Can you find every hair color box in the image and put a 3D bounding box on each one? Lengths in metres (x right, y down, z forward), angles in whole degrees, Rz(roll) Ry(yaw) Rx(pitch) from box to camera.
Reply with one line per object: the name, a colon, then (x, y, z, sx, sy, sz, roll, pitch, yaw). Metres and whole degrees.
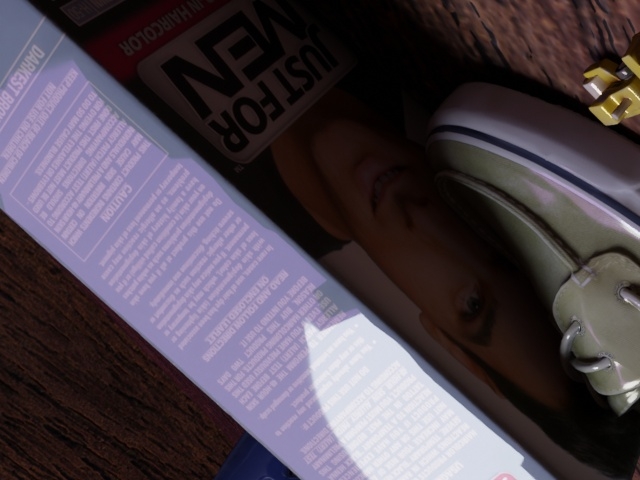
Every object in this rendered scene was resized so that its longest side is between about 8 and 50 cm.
hair color box: (0.000, 0.000, 0.717, 0.374, 0.185, 0.113, 43, 125, -1)

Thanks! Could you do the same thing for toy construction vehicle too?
toy construction vehicle: (0.145, -0.045, 0.556, 0.086, 0.035, 0.098, 45, 165, -15)

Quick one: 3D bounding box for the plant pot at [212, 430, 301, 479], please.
plant pot: (0.074, 0.232, 1.212, 0.212, 0.236, 0.236, 14, 151, 48)

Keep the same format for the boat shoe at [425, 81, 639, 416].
boat shoe: (0.161, 0.039, 0.646, 0.302, 0.094, 0.109, 38, 166, 15)
